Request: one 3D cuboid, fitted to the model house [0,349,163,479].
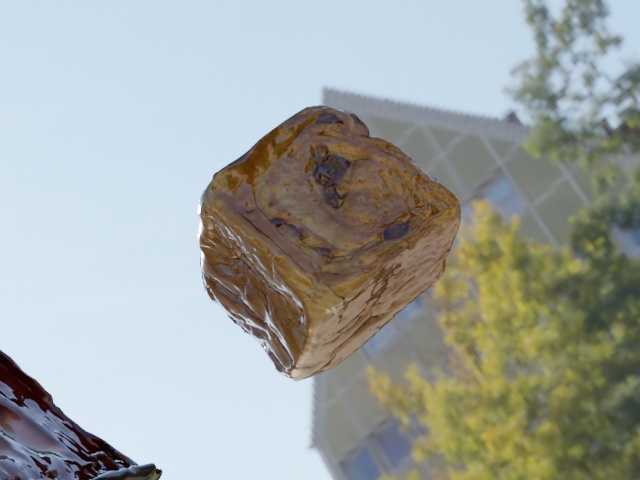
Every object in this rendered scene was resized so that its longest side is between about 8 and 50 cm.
[{"bbox_3d":[-0.230,0.093,0.637,0.196,0.254,0.160,-53,-12,9],"label":"model house"}]

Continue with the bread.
[{"bbox_3d":[0.000,0.000,1.150,0.158,0.149,0.143,-35,-24,-19],"label":"bread"}]
